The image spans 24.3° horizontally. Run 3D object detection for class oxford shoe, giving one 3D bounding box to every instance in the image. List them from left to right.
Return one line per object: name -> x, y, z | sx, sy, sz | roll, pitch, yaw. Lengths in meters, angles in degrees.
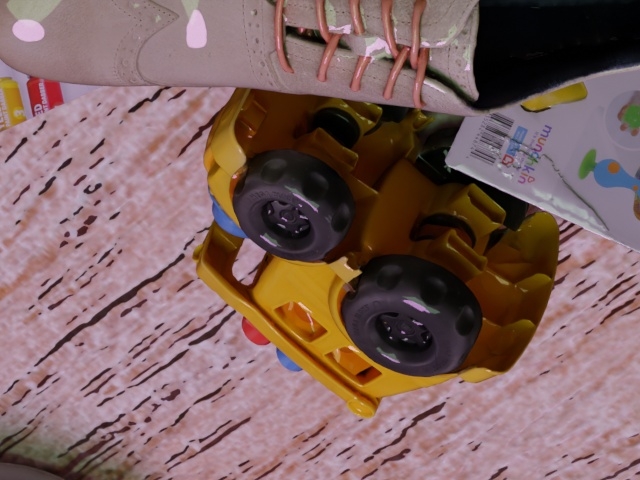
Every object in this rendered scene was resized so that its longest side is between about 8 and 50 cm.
oxford shoe -> 0.020, -0.130, 0.727 | 0.397, 0.146, 0.140 | -10, 132, -1

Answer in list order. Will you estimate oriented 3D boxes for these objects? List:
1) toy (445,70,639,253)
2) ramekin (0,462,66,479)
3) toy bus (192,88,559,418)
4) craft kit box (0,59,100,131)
toy -> 0.205, -0.056, 0.847 | 0.237, 0.056, 0.137 | 25, 93, 0
ramekin -> -0.238, 0.255, 1.089 | 0.207, 0.207, 0.109 | 17, 118, -1
toy bus -> 0.000, 0.000, 0.904 | 0.220, 0.149, 0.211 | 41, 139, -16
craft kit box -> -0.223, -0.160, 0.759 | 0.250, 0.061, 0.246 | -26, 123, -6
